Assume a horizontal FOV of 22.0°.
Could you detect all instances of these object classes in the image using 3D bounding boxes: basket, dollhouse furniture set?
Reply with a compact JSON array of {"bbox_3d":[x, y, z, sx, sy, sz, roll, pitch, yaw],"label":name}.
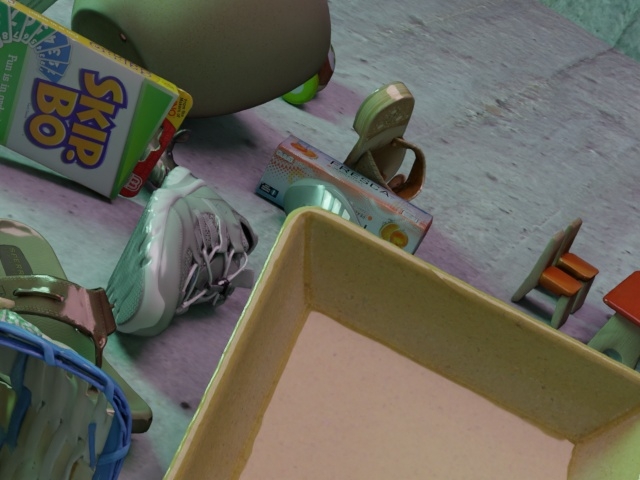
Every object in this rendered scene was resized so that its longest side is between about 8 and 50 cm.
[{"bbox_3d":[-0.222,0.127,0.837,0.254,0.201,0.289,16,16,-29],"label":"basket"},{"bbox_3d":[0.388,0.062,1.873,0.262,0.135,0.259,35,23,14],"label":"dollhouse furniture set"}]

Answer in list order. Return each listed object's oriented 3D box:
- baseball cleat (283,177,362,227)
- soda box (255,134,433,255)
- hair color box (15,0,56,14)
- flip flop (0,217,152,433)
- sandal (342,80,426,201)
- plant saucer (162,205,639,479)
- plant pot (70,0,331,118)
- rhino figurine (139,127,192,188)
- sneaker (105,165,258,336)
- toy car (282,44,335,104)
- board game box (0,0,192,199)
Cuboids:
[{"bbox_3d":[0.000,0.000,1.638,0.109,0.072,0.206,0,32,-38],"label":"baseball cleat"},{"bbox_3d":[0.026,-0.039,1.760,0.183,0.063,0.058,31,20,4],"label":"soda box"},{"bbox_3d":[-0.404,-0.361,1.594,0.374,0.185,0.113,47,32,-17],"label":"hair color box"},{"bbox_3d":[-0.206,0.053,1.269,0.112,0.080,0.277,13,27,-34],"label":"flip flop"},{"bbox_3d":[0.077,-0.079,1.785,0.088,0.240,0.079,-27,70,-14],"label":"sandal"},{"bbox_3d":[0.063,0.178,1.189,0.333,0.081,0.333,28,52,-4],"label":"plant saucer"},{"bbox_3d":[-0.155,-0.241,1.771,0.284,0.284,0.191,38,59,20],"label":"plant pot"},{"bbox_3d":[-0.220,-0.120,1.633,0.243,0.073,0.106,31,25,1],"label":"rhino figurine"},{"bbox_3d":[-0.108,0.012,1.438,0.115,0.105,0.281,27,22,-4],"label":"sneaker"},{"bbox_3d":[-0.024,-0.293,2.074,0.149,0.188,0.155,27,23,-4],"label":"toy car"},{"bbox_3d":[-0.254,-0.137,1.522,0.259,0.124,0.039,26,17,-25],"label":"board game box"}]
